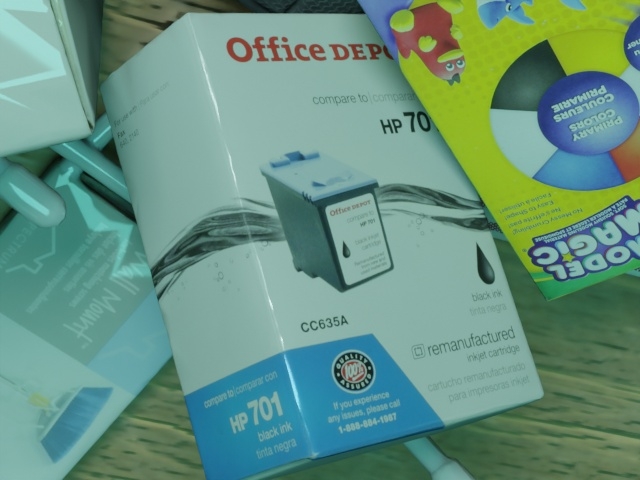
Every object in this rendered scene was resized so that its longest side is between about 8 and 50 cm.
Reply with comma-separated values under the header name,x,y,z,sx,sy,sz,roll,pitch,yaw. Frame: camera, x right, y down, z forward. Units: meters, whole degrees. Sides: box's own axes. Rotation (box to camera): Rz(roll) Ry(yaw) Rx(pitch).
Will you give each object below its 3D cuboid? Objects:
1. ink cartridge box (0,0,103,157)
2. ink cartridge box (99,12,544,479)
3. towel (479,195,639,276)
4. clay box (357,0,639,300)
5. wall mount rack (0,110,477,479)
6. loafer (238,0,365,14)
name,x,y,z,sx,sy,sz,roll,pitch,yaw
ink cartridge box,-0.229,-0.095,0.548,0.273,0.197,0.114,-14,118,0
ink cartridge box,0.000,0.000,0.608,0.140,0.082,0.190,-8,78,-40
towel,0.128,-0.080,0.666,0.144,0.029,0.197,15,115,14
clay box,0.121,-0.062,0.600,0.127,0.053,0.222,-23,122,22
wall mount rack,-0.101,0.102,0.696,0.304,0.130,0.350,36,107,-22
loafer,-0.054,-0.218,0.571,0.109,0.095,0.302,-20,134,25
